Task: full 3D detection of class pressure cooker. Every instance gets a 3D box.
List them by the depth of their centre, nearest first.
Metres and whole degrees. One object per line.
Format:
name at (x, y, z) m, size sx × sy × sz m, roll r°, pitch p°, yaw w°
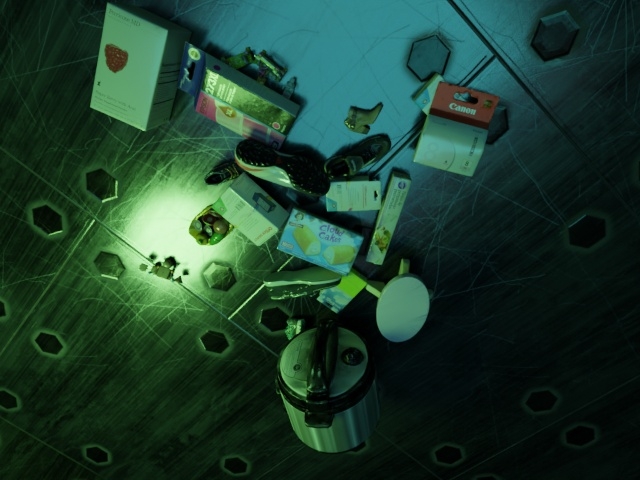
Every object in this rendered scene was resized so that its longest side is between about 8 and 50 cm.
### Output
pressure cooker at (0.032, 0.514, 1.553) m, size 0.375 × 0.369 × 0.421 m, roll -29°, pitch 129°, yaw -23°

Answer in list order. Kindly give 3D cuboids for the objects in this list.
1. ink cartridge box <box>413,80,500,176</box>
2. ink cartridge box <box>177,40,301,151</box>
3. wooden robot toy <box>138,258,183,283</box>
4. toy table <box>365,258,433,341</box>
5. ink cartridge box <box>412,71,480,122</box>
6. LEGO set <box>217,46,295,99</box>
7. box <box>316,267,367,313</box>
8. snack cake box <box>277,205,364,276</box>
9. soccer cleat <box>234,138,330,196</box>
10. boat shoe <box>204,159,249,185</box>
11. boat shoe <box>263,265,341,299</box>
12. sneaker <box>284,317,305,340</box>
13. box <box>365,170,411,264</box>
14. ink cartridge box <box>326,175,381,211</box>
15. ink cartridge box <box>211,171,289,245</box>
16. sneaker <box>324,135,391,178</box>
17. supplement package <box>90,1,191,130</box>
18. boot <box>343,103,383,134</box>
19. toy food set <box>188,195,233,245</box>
ink cartridge box at (0.397, -0.322, 1.239) m, size 0.188 × 0.066 × 0.233 m, roll 14°, pitch 122°, yaw 0°
ink cartridge box at (-0.258, -0.419, 1.270) m, size 0.370 × 0.069 × 0.176 m, roll 28°, pitch 143°, yaw -10°
wooden robot toy at (-0.600, 0.106, 1.618) m, size 0.173 × 0.076 × 0.079 m, roll 20°, pitch 81°, yaw -4°
toy table at (0.291, 0.208, 1.513) m, size 0.251 × 0.161 × 0.275 m, roll 18°, pitch 117°, yaw -4°
ink cartridge box at (0.378, -0.400, 1.266) m, size 0.180 × 0.060 × 0.104 m, roll 39°, pitch 114°, yaw -13°
LEGO set at (-0.212, -0.503, 1.241) m, size 0.286 × 0.107 × 0.132 m, roll 15°, pitch 111°, yaw -5°
box at (0.080, 0.181, 1.586) m, size 0.109 × 0.042 × 0.178 m, roll 36°, pitch 114°, yaw -11°
snack cake box at (0.000, 0.000, 1.461) m, size 0.264 × 0.089 × 0.152 m, roll 22°, pitch 100°, yaw -5°
soccer cleat at (-0.121, -0.223, 1.350) m, size 0.317 × 0.116 × 0.109 m, roll 21°, pitch 78°, yaw -10°
boat shoe at (-0.296, -0.228, 1.403) m, size 0.183 × 0.083 × 0.065 m, roll -18°, pitch 113°, yaw 14°
boat shoe at (-0.060, 0.162, 1.559) m, size 0.302 × 0.114 × 0.091 m, roll -4°, pitch 115°, yaw 21°
sneaker at (-0.109, 0.377, 1.698) m, size 0.076 × 0.065 × 0.167 m, roll 17°, pitch 114°, yaw 15°
box at (0.227, -0.071, 1.437) m, size 0.062 × 0.067 × 0.324 m, roll 14°, pitch 115°, yaw -2°
ink cartridge box at (0.111, -0.158, 1.409) m, size 0.181 × 0.062 × 0.105 m, roll -1°, pitch 116°, yaw 6°
ink cartridge box at (-0.236, -0.100, 1.427) m, size 0.212 × 0.093 × 0.154 m, roll 43°, pitch 138°, yaw -13°
sneaker at (0.118, -0.254, 1.337) m, size 0.234 × 0.106 × 0.078 m, roll -22°, pitch 112°, yaw 15°
supplement package at (-0.527, -0.507, 1.240) m, size 0.177 × 0.175 × 0.293 m, roll 23°, pitch 115°, yaw -5°
boot at (0.129, -0.388, 1.308) m, size 0.086 × 0.042 × 0.119 m, roll 29°, pitch 115°, yaw -6°
toy food set at (-0.384, -0.052, 1.503) m, size 0.217 × 0.071 × 0.128 m, roll -39°, pitch 106°, yaw 20°
